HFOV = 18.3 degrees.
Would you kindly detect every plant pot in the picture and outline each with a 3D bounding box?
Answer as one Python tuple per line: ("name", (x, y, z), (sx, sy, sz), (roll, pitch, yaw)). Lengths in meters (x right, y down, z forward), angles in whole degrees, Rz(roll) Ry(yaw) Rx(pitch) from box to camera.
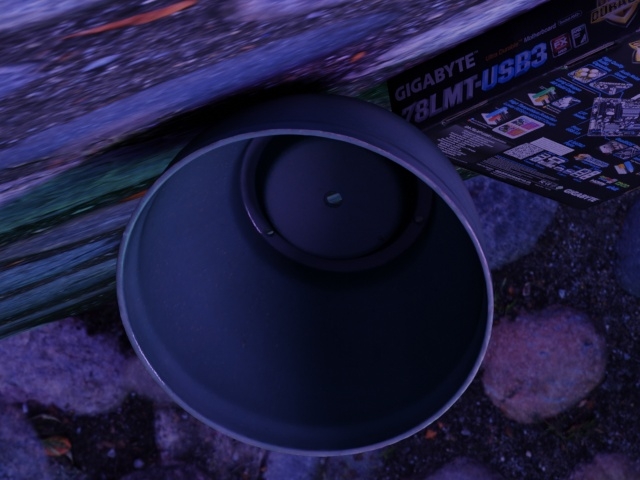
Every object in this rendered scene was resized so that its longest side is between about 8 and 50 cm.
("plant pot", (0.000, 0.000, 1.608), (0.293, 0.293, 0.196), (-22, -157, 20))

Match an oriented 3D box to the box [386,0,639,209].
("box", (0.263, -0.129, 1.769), (0.293, 0.073, 0.295), (-25, 153, 37))
